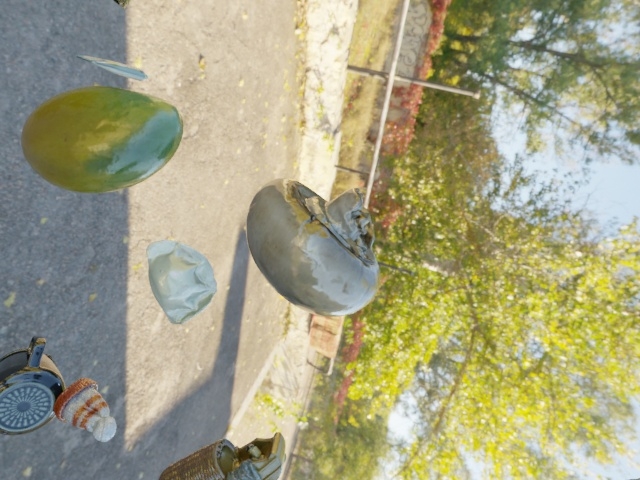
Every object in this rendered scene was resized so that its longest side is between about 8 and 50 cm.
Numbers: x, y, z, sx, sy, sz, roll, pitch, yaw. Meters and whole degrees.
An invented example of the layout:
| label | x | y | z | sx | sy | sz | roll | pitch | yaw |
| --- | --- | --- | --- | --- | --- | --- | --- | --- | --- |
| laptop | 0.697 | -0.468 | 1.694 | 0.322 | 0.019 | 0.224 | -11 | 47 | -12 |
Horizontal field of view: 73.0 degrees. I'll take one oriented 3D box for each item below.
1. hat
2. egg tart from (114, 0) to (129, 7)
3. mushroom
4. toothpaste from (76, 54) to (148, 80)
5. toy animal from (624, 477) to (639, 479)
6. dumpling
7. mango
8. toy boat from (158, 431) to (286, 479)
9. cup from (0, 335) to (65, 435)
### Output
| label | x | y | z | sx | sy | sz | roll | pitch | yaw |
| --- | --- | --- | --- | --- | --- | --- | --- | --- | --- |
| hat | -0.536 | 0.408 | 1.010 | 0.112 | 0.162 | 0.093 | -60 | 164 | -3 |
| egg tart | -0.495 | -0.643 | 0.885 | 0.120 | 0.315 | 0.315 | -29 | 147 | -26 |
| mushroom | 0.000 | 0.000 | 0.622 | 0.178 | 0.226 | 0.226 | -43 | -178 | 23 |
| toothpaste | -0.467 | -0.397 | 0.998 | 0.029 | 0.048 | 0.197 | -69 | 167 | 15 |
| toy animal | 0.231 | 0.270 | 0.326 | 0.225 | 0.094 | 0.121 | -34 | 152 | -34 |
| dumpling | -0.407 | 0.110 | 1.272 | 0.131 | 0.179 | 0.252 | 167 | -99 | -82 |
| mango | -0.260 | -0.123 | 0.520 | 0.092 | 0.194 | 0.130 | 57 | 19 | -78 |
| toy boat | -0.199 | 0.430 | 0.779 | 0.310 | 0.115 | 0.089 | -34 | -169 | 15 |
| cup | -0.708 | 0.334 | 1.046 | 0.176 | 0.169 | 0.223 | 17 | -91 | 56 |
